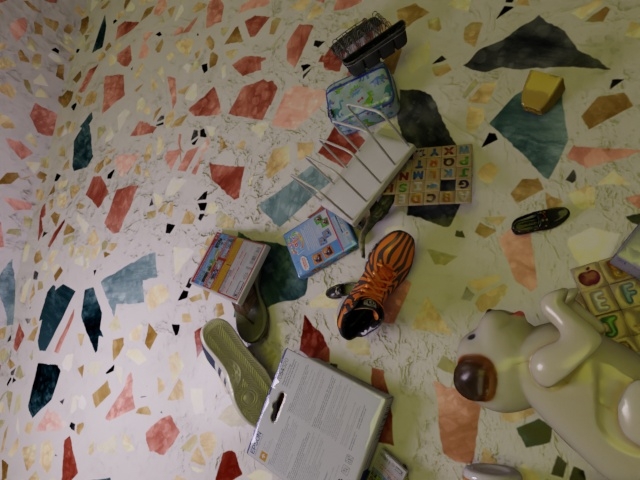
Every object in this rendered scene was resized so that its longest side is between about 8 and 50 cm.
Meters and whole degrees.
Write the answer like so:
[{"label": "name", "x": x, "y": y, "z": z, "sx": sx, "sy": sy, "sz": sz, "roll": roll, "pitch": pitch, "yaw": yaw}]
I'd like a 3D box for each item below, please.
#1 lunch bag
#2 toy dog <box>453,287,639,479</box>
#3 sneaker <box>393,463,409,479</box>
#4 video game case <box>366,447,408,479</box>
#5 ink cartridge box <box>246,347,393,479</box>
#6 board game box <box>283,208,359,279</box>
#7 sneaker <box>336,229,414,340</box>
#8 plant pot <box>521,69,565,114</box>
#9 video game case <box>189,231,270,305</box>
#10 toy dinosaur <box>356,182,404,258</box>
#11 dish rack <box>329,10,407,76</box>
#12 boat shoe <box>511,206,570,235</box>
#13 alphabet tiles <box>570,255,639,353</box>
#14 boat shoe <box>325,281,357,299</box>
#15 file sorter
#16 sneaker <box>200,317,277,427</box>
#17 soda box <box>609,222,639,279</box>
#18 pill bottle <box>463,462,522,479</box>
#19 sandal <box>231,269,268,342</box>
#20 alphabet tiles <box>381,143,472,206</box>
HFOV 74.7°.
[{"label": "lunch bag", "x": 0.126, "y": -0.441, "z": 1.304, "sx": 0.219, "sy": 0.090, "sz": 0.175, "roll": -16, "pitch": 65, "yaw": 23}, {"label": "toy dog", "x": 0.484, "y": 0.279, "z": 0.839, "sx": 0.408, "sy": 0.285, "sz": 0.395, "roll": 15, "pitch": 107, "yaw": 34}, {"label": "sneaker", "x": 0.198, "y": 0.594, "z": 1.031, "sx": 0.035, "sy": 0.031, "sz": 0.083, "roll": -18, "pitch": 64, "yaw": 38}, {"label": "video game case", "x": 0.159, "y": 0.595, "z": 1.038, "sx": 0.087, "sy": 0.011, "sz": 0.121, "roll": 27, "pitch": 98, "yaw": 46}, {"label": "ink cartridge box", "x": -0.008, "y": 0.505, "z": 1.139, "sx": 0.330, "sy": 0.071, "sz": 0.323, "roll": 19, "pitch": 86, "yaw": 32}, {"label": "board game box", "x": 0.000, "y": 0.000, "z": 1.284, "sx": 0.212, "sy": 0.039, "sz": 0.160, "roll": -31, "pitch": 64, "yaw": 17}, {"label": "sneaker", "x": 0.150, "y": 0.127, "z": 1.074, "sx": 0.125, "sy": 0.180, "sz": 0.321, "roll": 29, "pitch": 99, "yaw": -1}, {"label": "plant pot", "x": 0.555, "y": -0.367, "z": 1.060, "sx": 0.081, "sy": 0.082, "sz": 0.083, "roll": 32, "pitch": 105, "yaw": 31}, {"label": "video game case", "x": -0.303, "y": 0.083, "z": 1.379, "sx": 0.285, "sy": 0.025, "sz": 0.204, "roll": 13, "pitch": 72, "yaw": 42}, {"label": "toy dinosaur", "x": 0.149, "y": -0.075, "z": 1.192, "sx": 0.118, "sy": 0.064, "sz": 0.268, "roll": 13, "pitch": 68, "yaw": 57}, {"label": "dish rack", "x": 0.134, "y": -0.630, "z": 1.312, "sx": 0.208, "sy": 0.074, "sz": 0.271, "roll": -31, "pitch": 47, "yaw": 7}, {"label": "boat shoe", "x": 0.530, "y": -0.048, "z": 1.010, "sx": 0.133, "sy": 0.042, "sz": 0.048, "roll": -20, "pitch": 66, "yaw": 21}, {"label": "alphabet tiles", "x": 0.688, "y": 0.191, "z": 0.879, "sx": 0.285, "sy": 0.011, "sz": 0.342, "roll": -23, "pitch": 67, "yaw": 22}, {"label": "boat shoe", "x": 0.067, "y": 0.144, "z": 1.210, "sx": 0.125, "sy": 0.038, "sz": 0.046, "roll": -9, "pitch": 73, "yaw": 26}, {"label": "file sorter", "x": 0.083, "y": -0.220, "z": 1.173, "sx": 0.277, "sy": 0.173, "sz": 0.193, "roll": -52, "pitch": 40, "yaw": 0}, {"label": "sneaker", "x": -0.250, "y": 0.400, "z": 1.281, "sx": 0.131, "sy": 0.148, "sz": 0.349, "roll": -26, "pitch": 81, "yaw": -25}, {"label": "soda box", "x": 0.743, "y": 0.079, "z": 0.820, "sx": 0.286, "sy": 0.091, "sz": 0.098, "roll": 38, "pitch": 95, "yaw": 30}, {"label": "pill bottle", "x": 0.369, "y": 0.599, "z": 0.880, "sx": 0.121, "sy": 0.121, "sz": 0.216, "roll": -7, "pitch": 73, "yaw": 27}, {"label": "sandal", "x": -0.245, "y": 0.179, "z": 1.341, "sx": 0.120, "sy": 0.086, "sz": 0.302, "roll": -20, "pitch": 68, "yaw": 23}, {"label": "alphabet tiles", "x": 0.288, "y": -0.178, "z": 1.145, "sx": 0.238, "sy": 0.009, "sz": 0.198, "roll": -1, "pitch": 60, "yaw": 21}]
